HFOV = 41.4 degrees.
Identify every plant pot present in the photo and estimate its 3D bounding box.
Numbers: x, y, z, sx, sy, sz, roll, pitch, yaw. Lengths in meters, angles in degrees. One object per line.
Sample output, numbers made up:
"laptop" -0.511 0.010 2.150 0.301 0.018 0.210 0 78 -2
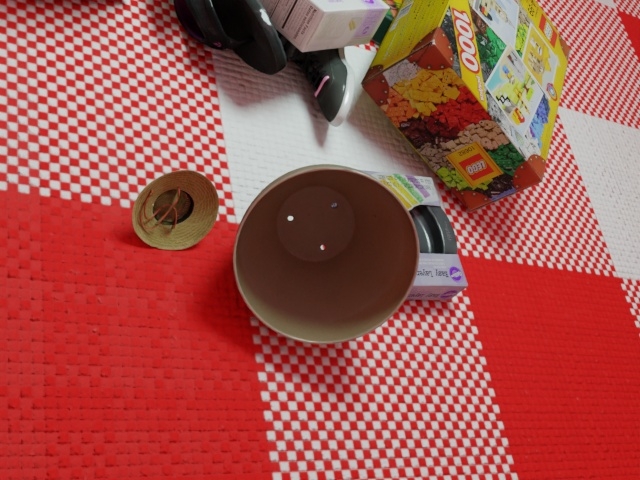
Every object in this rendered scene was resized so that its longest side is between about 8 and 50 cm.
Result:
"plant pot" 0.000 0.000 1.369 0.284 0.284 0.191 32 11 -15

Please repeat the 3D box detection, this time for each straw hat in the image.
"straw hat" -0.238 -0.058 1.337 0.144 0.144 0.061 3 20 -35

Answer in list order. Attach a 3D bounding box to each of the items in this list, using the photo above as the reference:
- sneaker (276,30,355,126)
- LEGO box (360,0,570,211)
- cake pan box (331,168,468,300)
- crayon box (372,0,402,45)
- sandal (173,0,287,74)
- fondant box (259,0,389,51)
"sneaker" -0.022 -0.347 1.668 0.147 0.104 0.296 14 49 -27
"LEGO box" 0.333 -0.373 1.824 0.372 0.193 0.500 45 44 -22
"cake pan box" 0.136 -0.010 1.582 0.266 0.070 0.246 4 62 -35
"crayon box" 0.035 -0.591 1.879 0.318 0.081 0.202 24 51 -21
"sandal" -0.234 -0.455 1.567 0.107 0.167 0.446 -39 80 -19
"fondant box" -0.060 -0.503 1.626 0.330 0.096 0.238 45 35 15
